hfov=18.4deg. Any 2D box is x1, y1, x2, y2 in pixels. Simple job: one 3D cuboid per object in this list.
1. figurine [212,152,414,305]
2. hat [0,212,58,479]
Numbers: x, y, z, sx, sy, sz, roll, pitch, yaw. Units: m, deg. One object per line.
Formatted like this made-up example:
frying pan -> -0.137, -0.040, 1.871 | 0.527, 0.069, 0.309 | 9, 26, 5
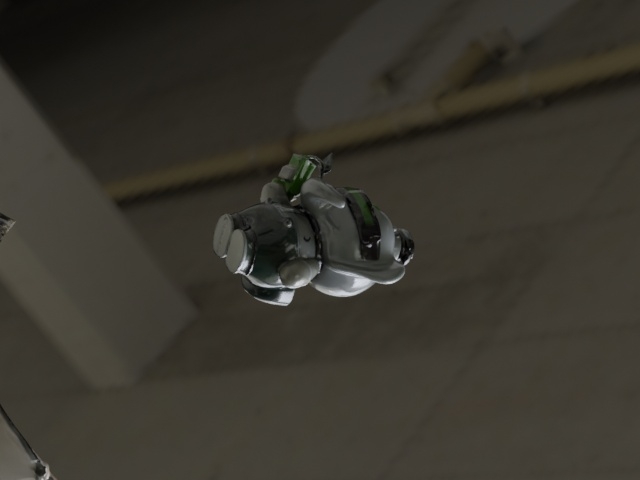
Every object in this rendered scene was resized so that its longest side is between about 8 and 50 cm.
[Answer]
figurine -> 0.000, 0.000, 1.792 | 0.147, 0.192, 0.126 | 39, -60, 52
hat -> -0.264, 0.113, 1.361 | 0.161, 0.232, 0.275 | -15, 174, -30
